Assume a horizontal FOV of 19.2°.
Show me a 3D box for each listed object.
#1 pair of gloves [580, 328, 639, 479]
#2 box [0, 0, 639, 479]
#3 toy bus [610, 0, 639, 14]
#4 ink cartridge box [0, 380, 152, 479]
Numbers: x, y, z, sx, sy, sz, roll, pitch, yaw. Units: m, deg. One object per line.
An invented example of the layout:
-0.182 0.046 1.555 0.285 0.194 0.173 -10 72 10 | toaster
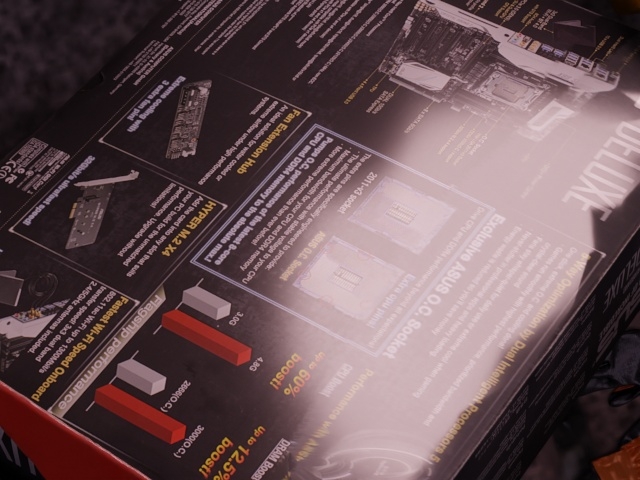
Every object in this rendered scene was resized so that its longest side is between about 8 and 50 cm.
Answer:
0.166 0.086 0.975 0.074 0.010 0.083 -20 99 3 | pair of gloves
0.000 0.000 0.787 0.242 0.307 0.076 25 144 22 | box
0.153 -0.271 0.832 0.108 0.130 0.333 -10 94 4 | toy bus
-0.156 0.154 0.738 0.275 0.060 0.239 30 130 19 | ink cartridge box
